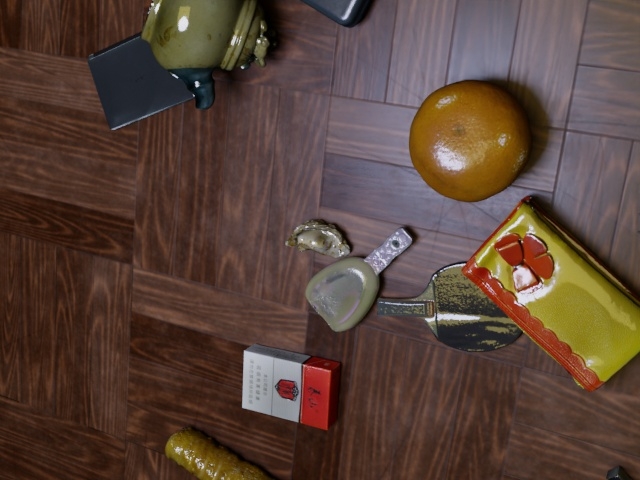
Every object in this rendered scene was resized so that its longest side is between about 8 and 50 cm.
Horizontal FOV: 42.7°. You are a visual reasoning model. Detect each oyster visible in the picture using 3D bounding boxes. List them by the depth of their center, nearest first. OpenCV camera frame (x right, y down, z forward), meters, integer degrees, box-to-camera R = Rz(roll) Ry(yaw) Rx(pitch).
[{"bbox_3d":[0.000,0.000,1.226,0.083,0.038,0.081,37,128,-14],"label":"oyster"}]

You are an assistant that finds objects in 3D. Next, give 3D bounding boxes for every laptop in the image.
[{"bbox_3d":[-0.285,-0.261,1.302,0.180,0.016,0.129,-15,95,28],"label":"laptop"}]

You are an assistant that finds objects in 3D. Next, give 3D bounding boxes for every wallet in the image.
[{"bbox_3d":[0.308,0.073,1.064,0.241,0.067,0.141,43,110,9],"label":"wallet"}]

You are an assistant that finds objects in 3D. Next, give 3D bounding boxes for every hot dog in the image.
[{"bbox_3d":[-0.129,0.398,1.348,0.289,0.083,0.068,30,94,16],"label":"hot dog"}]

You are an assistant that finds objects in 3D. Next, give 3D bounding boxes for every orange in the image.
[{"bbox_3d":[0.191,-0.127,1.049,0.156,0.124,0.156,-2,84,20],"label":"orange"}]

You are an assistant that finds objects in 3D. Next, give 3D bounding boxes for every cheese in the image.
[{"bbox_3d":[0.062,0.049,1.197,0.097,0.037,0.192,49,116,7],"label":"cheese"}]

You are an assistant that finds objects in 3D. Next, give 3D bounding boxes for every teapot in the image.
[{"bbox_3d":[-0.144,-0.319,1.156,0.182,0.173,0.269,20,93,-14],"label":"teapot"}]

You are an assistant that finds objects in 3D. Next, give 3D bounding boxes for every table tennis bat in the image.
[{"bbox_3d":[0.184,0.094,1.160,0.220,0.019,0.130,-1,100,24],"label":"table tennis bat"}]

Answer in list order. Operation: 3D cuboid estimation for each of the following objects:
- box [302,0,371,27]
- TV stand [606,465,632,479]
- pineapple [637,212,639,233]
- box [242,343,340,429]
[{"bbox_3d":[0.033,-0.421,1.095,0.160,0.050,0.230,35,114,15],"label":"box"},{"bbox_3d":[0.474,0.403,1.084,0.249,0.036,0.042,50,118,8],"label":"TV stand"},{"bbox_3d":[0.445,-0.011,0.937,0.166,0.166,0.193,-16,91,27],"label":"pineapple"},{"bbox_3d":[-0.047,0.228,1.285,0.152,0.048,0.100,10,107,25],"label":"box"}]
